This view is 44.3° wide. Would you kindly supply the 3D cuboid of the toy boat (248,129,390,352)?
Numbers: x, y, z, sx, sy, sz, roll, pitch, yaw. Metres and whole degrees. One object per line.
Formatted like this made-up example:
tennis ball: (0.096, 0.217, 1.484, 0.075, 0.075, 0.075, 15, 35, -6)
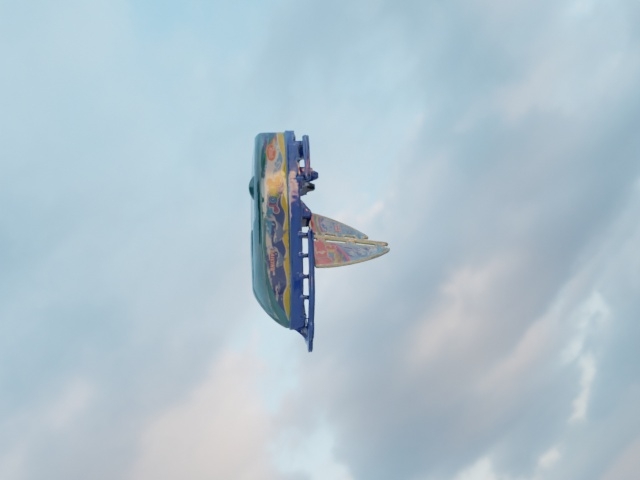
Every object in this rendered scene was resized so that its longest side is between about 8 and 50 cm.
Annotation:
toy boat: (0.000, 0.000, 0.604, 0.110, 0.174, 0.091, 1, -22, -8)
